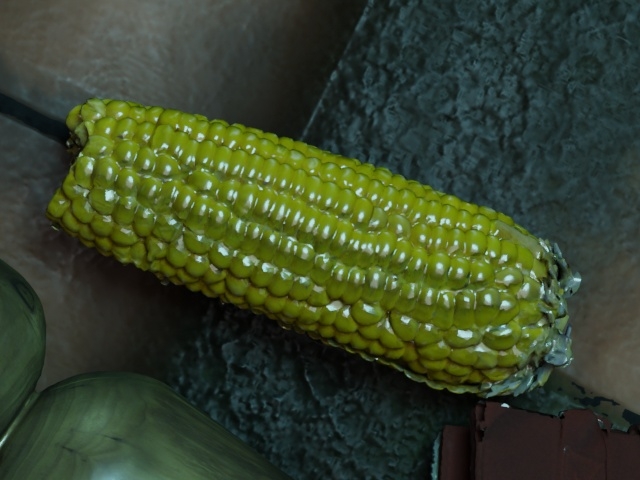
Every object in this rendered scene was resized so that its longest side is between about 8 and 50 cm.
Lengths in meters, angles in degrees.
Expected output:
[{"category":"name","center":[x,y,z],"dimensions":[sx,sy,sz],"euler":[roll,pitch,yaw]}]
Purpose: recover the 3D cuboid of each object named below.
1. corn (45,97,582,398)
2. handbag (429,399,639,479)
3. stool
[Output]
[{"category":"corn","center":[0.000,0.000,0.994],"dimensions":[0.317,0.115,0.115],"euler":[20,88,-8]},{"category":"handbag","center":[0.184,0.238,0.983],"dimensions":[0.260,0.084,0.275],"euler":[13,63,-12]},{"category":"stool","center":[-0.147,0.139,0.938],"dimensions":[0.264,0.179,0.179],"euler":[38,86,-7]}]
